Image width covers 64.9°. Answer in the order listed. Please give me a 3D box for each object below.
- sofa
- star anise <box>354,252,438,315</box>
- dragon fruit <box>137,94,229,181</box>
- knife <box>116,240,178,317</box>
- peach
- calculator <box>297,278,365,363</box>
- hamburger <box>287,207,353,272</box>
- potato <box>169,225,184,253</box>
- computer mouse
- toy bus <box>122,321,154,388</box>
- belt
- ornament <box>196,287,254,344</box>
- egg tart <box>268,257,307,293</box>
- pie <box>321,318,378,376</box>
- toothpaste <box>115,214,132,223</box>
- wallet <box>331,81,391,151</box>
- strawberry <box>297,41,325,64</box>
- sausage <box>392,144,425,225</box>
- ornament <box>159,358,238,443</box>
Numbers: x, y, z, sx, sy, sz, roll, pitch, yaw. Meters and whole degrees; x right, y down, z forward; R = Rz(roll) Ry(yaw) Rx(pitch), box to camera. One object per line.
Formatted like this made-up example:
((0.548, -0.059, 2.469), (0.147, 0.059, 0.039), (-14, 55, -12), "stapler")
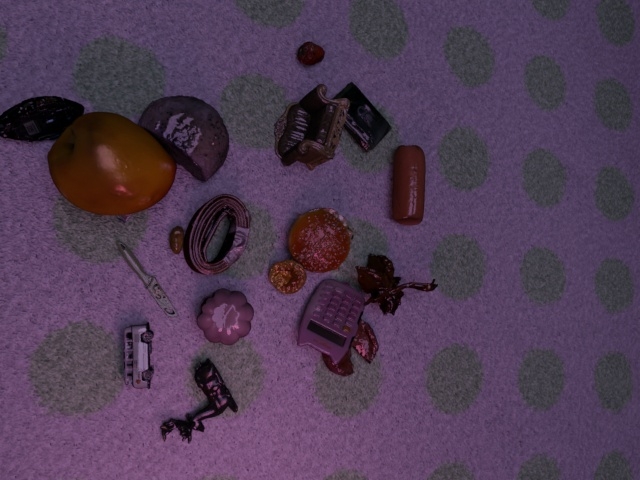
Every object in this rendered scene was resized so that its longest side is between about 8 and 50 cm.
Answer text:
((-0.041, -0.383, 1.704), (0.182, 0.200, 0.258), (21, 79, -22), "sofa")
((0.264, 0.154, 1.802), (0.347, 0.148, 0.237), (10, 55, -17), "star anise")
((-0.396, -0.342, 1.542), (0.283, 0.221, 0.204), (37, 78, -13), "dragon fruit")
((-0.530, 0.119, 1.546), (0.043, 0.020, 0.293), (-36, 100, -23), "knife")
((-0.581, -0.200, 1.422), (0.308, 0.289, 0.288), (33, 72, -44), "peach")
((0.041, 0.265, 1.725), (0.194, 0.043, 0.294), (27, 59, 0), "calculator")
((-0.004, -0.002, 1.712), (0.237, 0.147, 0.236), (2, 85, -19), "hamburger")
((-0.452, -0.003, 1.576), (0.047, 0.045, 0.092), (10, 78, -23), "potato")
((-0.794, -0.351, 1.427), (0.242, 0.146, 0.077), (-25, 67, -22), "computer mouse")
((-0.539, 0.342, 1.489), (0.089, 0.087, 0.193), (-2, 86, -16), "toy bus")
((-0.327, -0.015, 1.599), (0.184, 0.105, 0.261), (30, 74, -20), "belt")
((-0.296, 0.237, 1.569), (0.178, 0.177, 0.177), (2, 84, -23), "ornament")
((-0.108, 0.115, 1.691), (0.131, 0.052, 0.130), (2, 108, 5), "egg tart")
((0.102, 0.369, 1.771), (0.219, 0.054, 0.204), (-39, 101, -21), "pie")
((-0.549, -0.139, 1.556), (0.205, 0.036, 0.056), (-45, 102, -16), "toothpaste")
((0.148, -0.462, 1.872), (0.236, 0.055, 0.160), (47, 63, -12), "wallet")
((-0.032, -0.669, 1.799), (0.097, 0.083, 0.083), (13, 80, -24), "strawberry")
((0.332, -0.214, 1.888), (0.121, 0.121, 0.304), (7, 81, -22), "sausage")
((-0.394, 0.501, 1.535), (0.236, 0.080, 0.202), (-31, 101, -22), "ornament")
